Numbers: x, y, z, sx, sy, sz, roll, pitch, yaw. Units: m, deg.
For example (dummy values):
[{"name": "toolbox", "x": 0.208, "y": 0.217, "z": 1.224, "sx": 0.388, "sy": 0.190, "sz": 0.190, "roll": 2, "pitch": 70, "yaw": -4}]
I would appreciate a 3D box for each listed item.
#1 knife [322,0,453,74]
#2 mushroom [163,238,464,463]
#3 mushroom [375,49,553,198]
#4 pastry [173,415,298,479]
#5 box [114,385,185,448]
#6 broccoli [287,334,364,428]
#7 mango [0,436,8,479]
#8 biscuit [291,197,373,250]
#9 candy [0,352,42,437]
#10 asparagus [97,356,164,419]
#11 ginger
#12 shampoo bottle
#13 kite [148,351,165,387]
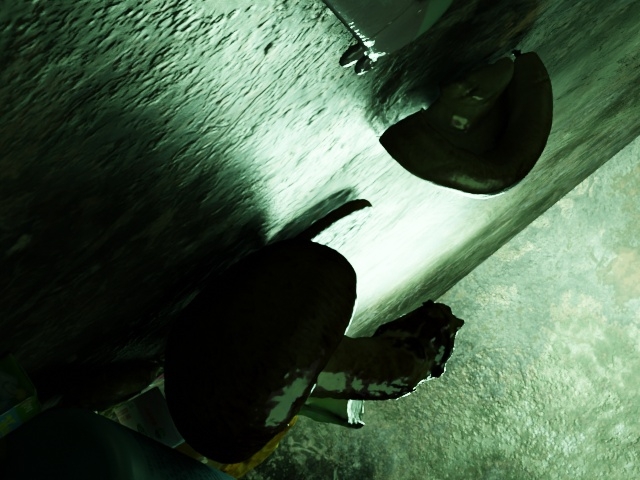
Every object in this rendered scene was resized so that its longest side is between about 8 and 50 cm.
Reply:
[{"name": "knife", "x": 0.033, "y": -0.221, "z": 1.101, "sx": 0.132, "sy": 0.038, "sz": 0.398, "roll": -40, "pitch": 167, "yaw": 8}, {"name": "mushroom", "x": -0.037, "y": 0.176, "z": 1.780, "sx": 0.331, "sy": 0.356, "sz": 0.334, "roll": -27, "pitch": -153, "yaw": 37}, {"name": "mushroom", "x": 0.215, "y": -0.137, "z": 1.699, "sx": 0.285, "sy": 0.151, "sz": 0.156, "roll": -29, "pitch": 168, "yaw": -32}, {"name": "pastry", "x": -0.203, "y": 0.370, "z": 2.488, "sx": 0.356, "sy": 0.164, "sz": 0.356, "roll": -31, "pitch": 163, "yaw": -10}, {"name": "box", "x": -0.243, "y": 0.261, "z": 1.853, "sx": 0.043, "sy": 0.089, "sz": 0.125, "roll": -27, "pitch": 176, "yaw": -25}, {"name": "broccoli", "x": -0.042, "y": 0.204, "z": 2.041, "sx": 0.248, "sy": 0.245, "sz": 0.288, "roll": 84, "pitch": 24, "yaw": -48}, {"name": "mango", "x": -0.481, "y": 0.325, "z": 1.576, "sx": 0.267, "sy": 0.111, "sz": 0.133, "roll": -41, "pitch": 157, "yaw": -1}, {"name": "biscuit", "x": -0.001, "y": -0.001, "z": 1.914, "sx": 0.188, "sy": 0.027, "sz": 0.188, "roll": -35, "pitch": 167, "yaw": -9}, {"name": "candy", "x": -0.407, "y": 0.210, "z": 1.450, "sx": 0.194, "sy": 0.062, "sz": 0.097, "roll": -33, "pitch": 167, "yaw": -17}, {"name": "asparagus", "x": -0.291, "y": 0.230, "z": 1.966, "sx": 0.165, "sy": 0.030, "sz": 0.036, "roll": -42, "pitch": 177, "yaw": 25}, {"name": "ginger", "x": -0.290, "y": 0.202, "z": 1.805, "sx": 0.176, "sy": 0.053, "sz": 0.193, "roll": -16, "pitch": 172, "yaw": -33}, {"name": "shampoo bottle", "x": -0.257, "y": 0.419, "z": 1.680, "sx": 0.331, "sy": 0.331, "sz": 0.342, "roll": -39, "pitch": 137, "yaw": 12}, {"name": "kite", "x": -0.229, "y": 0.195, "z": 2.045, "sx": 0.234, "sy": 0.016, "sz": 0.321, "roll": -33, "pitch": 168, "yaw": -22}]
